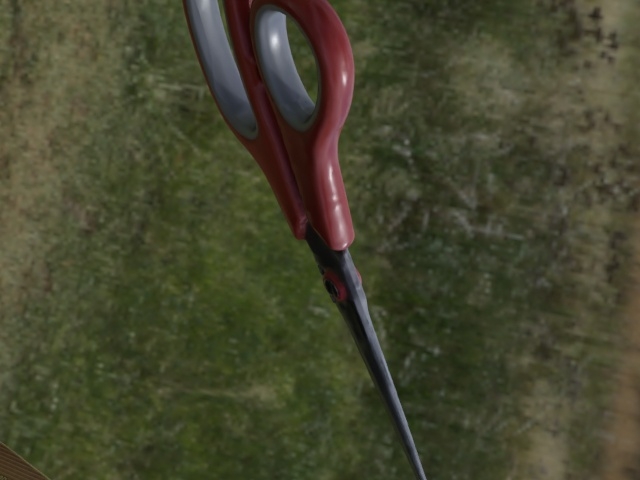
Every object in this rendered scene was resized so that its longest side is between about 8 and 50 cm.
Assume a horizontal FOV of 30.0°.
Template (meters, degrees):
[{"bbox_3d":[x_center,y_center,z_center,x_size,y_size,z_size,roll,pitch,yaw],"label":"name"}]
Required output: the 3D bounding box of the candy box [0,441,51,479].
[{"bbox_3d":[-0.205,0.231,0.702,0.183,0.316,0.088,-41,128,-26],"label":"candy box"}]

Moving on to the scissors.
[{"bbox_3d":[0.000,0.000,0.560,0.021,0.109,0.297,-34,128,-26],"label":"scissors"}]
